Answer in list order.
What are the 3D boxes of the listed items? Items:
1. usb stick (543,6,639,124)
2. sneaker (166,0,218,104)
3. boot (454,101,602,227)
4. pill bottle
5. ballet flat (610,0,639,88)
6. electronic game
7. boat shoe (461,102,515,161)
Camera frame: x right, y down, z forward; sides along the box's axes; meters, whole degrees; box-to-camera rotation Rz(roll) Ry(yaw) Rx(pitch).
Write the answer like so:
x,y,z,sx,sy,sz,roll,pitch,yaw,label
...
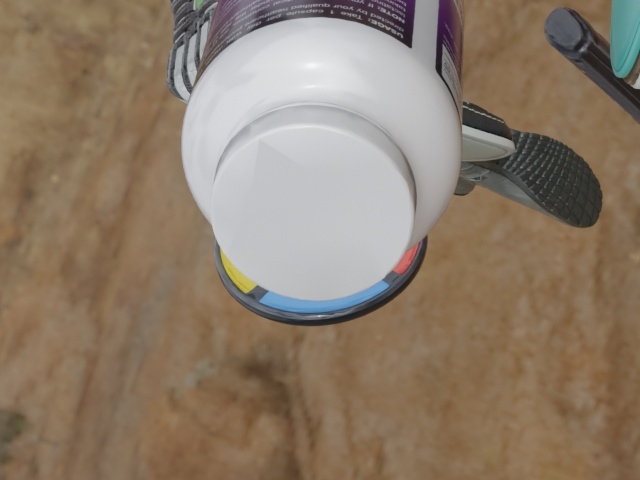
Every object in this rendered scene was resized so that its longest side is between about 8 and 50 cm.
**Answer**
x,y,z,sx,sy,sz,roll,pitch,yaw,label
0.333,-0.168,1.950,0.045,0.278,0.077,-44,47,13,usb stick
-0.051,-0.197,1.644,0.106,0.162,0.281,-35,36,38,sneaker
0.213,-0.085,2.189,0.083,0.246,0.161,-66,15,-19,boot
0.006,-0.098,1.206,0.181,0.181,0.323,-52,15,28,pill bottle
0.333,-0.321,1.542,0.139,0.139,0.400,-134,41,-60,ballet flat
0.000,0.000,1.904,0.048,0.229,0.229,80,-179,-47,electronic game
0.078,-0.156,1.963,0.114,0.302,0.091,153,127,-62,boat shoe
